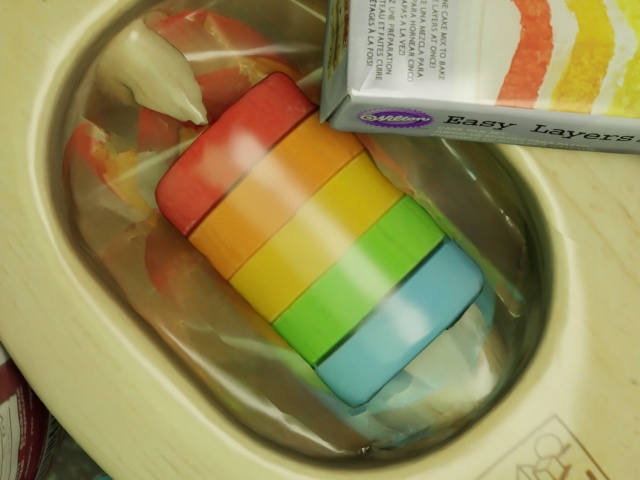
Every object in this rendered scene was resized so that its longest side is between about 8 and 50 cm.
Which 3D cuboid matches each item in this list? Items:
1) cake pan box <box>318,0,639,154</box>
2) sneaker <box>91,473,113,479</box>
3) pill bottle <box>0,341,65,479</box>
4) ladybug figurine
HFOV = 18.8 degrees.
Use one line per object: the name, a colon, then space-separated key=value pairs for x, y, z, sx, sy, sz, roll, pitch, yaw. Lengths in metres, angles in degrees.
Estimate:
cake pan box: x=0.131 y=-0.172 z=0.881 sx=0.246 sy=0.070 sz=0.267 roll=6 pitch=79 yaw=-9
sneaker: x=-0.114 y=0.256 z=0.967 sx=0.104 sy=0.125 sz=0.262 roll=-3 pitch=100 yaw=14
pill bottle: x=-0.257 y=0.093 z=0.927 sx=0.224 sy=0.392 sz=0.224 roll=0 pitch=93 yaw=1
ladybug figurine: x=0.000 y=0.000 z=0.965 sx=0.305 sy=0.162 sz=0.449 roll=-40 pitch=89 yaw=-1
